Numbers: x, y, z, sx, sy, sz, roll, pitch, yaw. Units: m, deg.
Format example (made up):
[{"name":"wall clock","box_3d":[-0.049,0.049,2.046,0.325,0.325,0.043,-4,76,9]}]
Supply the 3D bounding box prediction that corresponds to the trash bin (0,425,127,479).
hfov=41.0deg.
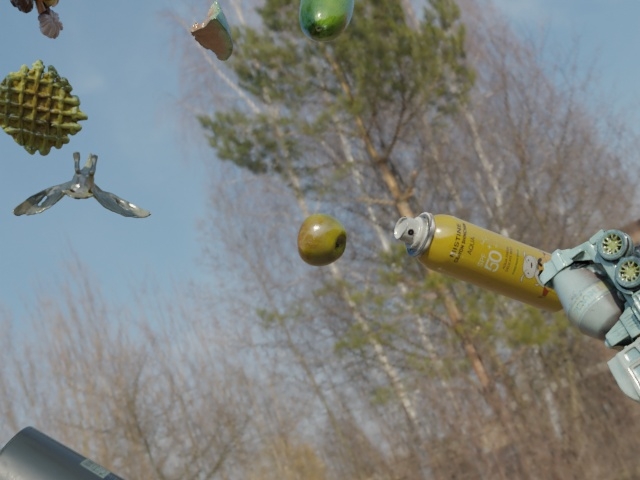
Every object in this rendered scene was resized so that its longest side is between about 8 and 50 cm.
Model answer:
[{"name":"trash bin","box_3d":[-0.339,0.434,1.251,0.214,0.333,0.214,-60,0,0]}]

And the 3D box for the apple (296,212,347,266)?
[{"name":"apple","box_3d":[0.000,0.000,1.414,0.074,0.090,0.089,17,4,29]}]

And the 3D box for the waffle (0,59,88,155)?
[{"name":"waffle","box_3d":[-0.587,-0.275,1.786,0.169,0.183,0.036,-44,27,-13]}]

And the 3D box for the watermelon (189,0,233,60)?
[{"name":"watermelon","box_3d":[-0.227,-0.458,1.871,0.080,0.101,0.155,-17,-33,17]}]

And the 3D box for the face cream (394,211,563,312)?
[{"name":"face cream","box_3d":[0.292,0.032,1.539,0.348,0.105,0.105,20,-33,-18]}]

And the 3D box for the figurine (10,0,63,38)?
[{"name":"figurine","box_3d":[-0.569,-0.519,1.749,0.115,0.175,0.240,22,-8,4]}]

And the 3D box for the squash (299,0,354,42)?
[{"name":"squash","box_3d":[0.014,-0.389,1.330,0.082,0.293,0.082,2,-47,3]}]

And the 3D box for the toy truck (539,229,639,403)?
[{"name":"toy truck","box_3d":[0.395,0.098,1.108,0.108,0.257,0.140,19,-51,-44]}]

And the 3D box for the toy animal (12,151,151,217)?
[{"name":"toy animal","box_3d":[-0.387,-0.105,1.428,0.219,0.155,0.095,7,-33,-12]}]
